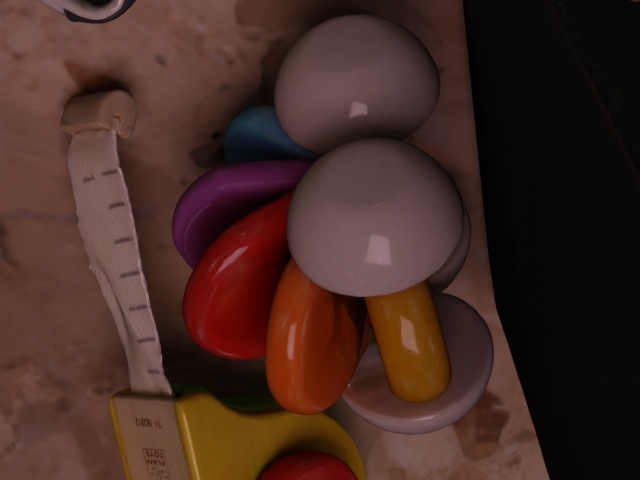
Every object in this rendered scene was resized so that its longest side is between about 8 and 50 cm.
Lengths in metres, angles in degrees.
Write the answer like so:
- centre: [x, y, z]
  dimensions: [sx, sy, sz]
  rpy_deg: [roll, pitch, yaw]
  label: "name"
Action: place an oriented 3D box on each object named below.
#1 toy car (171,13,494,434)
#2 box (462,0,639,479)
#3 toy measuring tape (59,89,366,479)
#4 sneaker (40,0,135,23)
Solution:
- centre: [0.000, 0.000, 0.813]
  dimensions: [0.136, 0.182, 0.159]
  rpy_deg: [-12, 138, 6]
  label: "toy car"
- centre: [0.315, -0.012, 0.658]
  dimensions: [0.471, 0.480, 0.297]
  rpy_deg: [-10, 117, 1]
  label: "box"
- centre: [-0.045, 0.077, 0.906]
  dimensions: [0.121, 0.121, 0.330]
  rpy_deg: [-12, 100, 2]
  label: "toy measuring tape"
- centre: [-0.143, -0.204, 0.741]
  dimensions: [0.094, 0.091, 0.258]
  rpy_deg: [-33, 115, 13]
  label: "sneaker"
